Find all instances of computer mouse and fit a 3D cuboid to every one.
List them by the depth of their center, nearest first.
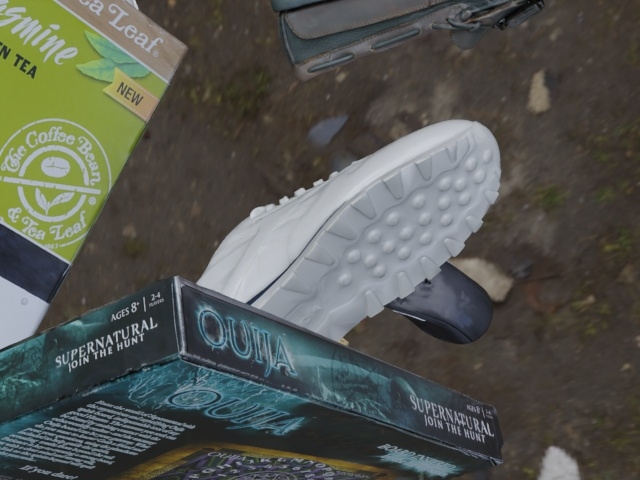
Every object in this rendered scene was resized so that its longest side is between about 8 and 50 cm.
[{"bbox_3d":[0.088,0.076,1.782,0.262,0.060,0.184,33,74,3],"label":"computer mouse"}]

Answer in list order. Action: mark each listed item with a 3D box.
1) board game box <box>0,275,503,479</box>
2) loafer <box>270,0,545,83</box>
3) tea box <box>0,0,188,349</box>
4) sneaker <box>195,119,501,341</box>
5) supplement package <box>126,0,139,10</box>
[{"bbox_3d":[-0.036,0.066,0.462,0.126,0.186,0.026,-23,62,27],"label":"board game box"},{"bbox_3d":[0.092,-0.180,1.070,0.268,0.096,0.084,-5,101,24],"label":"loafer"},{"bbox_3d":[-0.343,-0.106,1.069,0.329,0.220,0.323,34,75,-34],"label":"tea box"},{"bbox_3d":[0.000,0.000,0.815,0.235,0.095,0.090,-38,130,5],"label":"sneaker"},{"bbox_3d":[-0.305,-0.242,1.578,0.145,0.262,0.204,-19,68,-15],"label":"supplement package"}]
